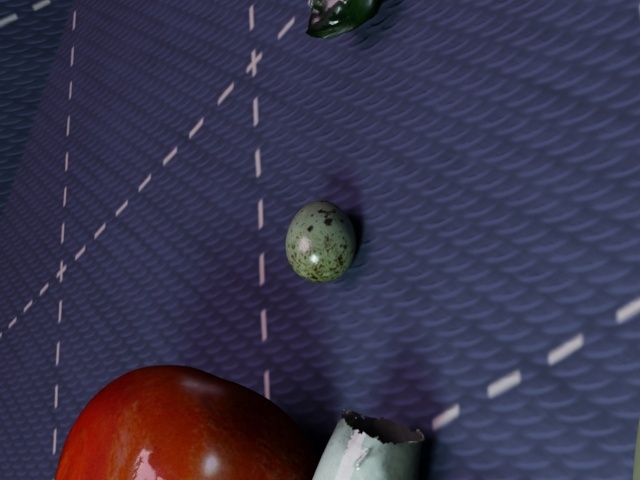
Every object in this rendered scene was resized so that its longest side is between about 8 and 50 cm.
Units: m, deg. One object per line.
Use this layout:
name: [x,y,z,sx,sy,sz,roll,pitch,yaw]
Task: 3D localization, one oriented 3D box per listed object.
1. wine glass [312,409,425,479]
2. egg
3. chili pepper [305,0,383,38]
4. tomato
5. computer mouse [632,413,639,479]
wine glass: [0.037,0.281,1.294,0.111,0.111,0.204,27,106,60]
egg: [0.000,0.000,1.518,0.085,0.085,0.110,-51,31,35]
chili pepper: [0.048,-0.374,1.610,0.148,0.116,0.264,-6,72,47]
tomato: [-0.152,0.303,1.450,0.325,0.293,0.289,-21,44,61]
computer mouse: [0.311,0.197,0.840,0.228,0.146,0.428,-47,39,43]
